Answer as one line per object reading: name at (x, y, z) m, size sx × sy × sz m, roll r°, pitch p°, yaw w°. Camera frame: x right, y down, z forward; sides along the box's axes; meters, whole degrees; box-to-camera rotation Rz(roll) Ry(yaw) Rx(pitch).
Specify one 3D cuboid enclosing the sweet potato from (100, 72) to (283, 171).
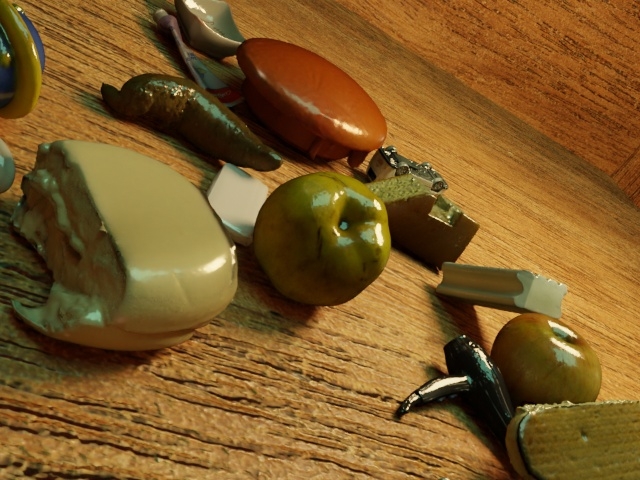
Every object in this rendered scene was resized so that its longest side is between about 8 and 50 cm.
sweet potato at (-0.205, -0.202, 1.144) m, size 0.310 × 0.098 × 0.124 m, roll 27°, pitch 27°, yaw -13°

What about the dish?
dish at (-0.258, -0.490, 1.566) m, size 0.151 × 0.077 × 0.212 m, roll 16°, pitch 33°, yaw -39°

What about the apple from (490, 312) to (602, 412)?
apple at (0.356, 0.213, 1.110) m, size 0.183 × 0.155 × 0.182 m, roll 18°, pitch 24°, yaw -8°

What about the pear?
pear at (0.000, 0.000, 0.978) m, size 0.200 × 0.200 × 0.200 m, roll 29°, pitch 27°, yaw -17°

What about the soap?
soap at (0.319, 0.088, 1.233) m, size 0.119 × 0.066 × 0.198 m, roll 17°, pitch -7°, yaw -33°

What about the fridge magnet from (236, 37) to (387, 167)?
fridge magnet at (-0.022, -0.300, 1.462) m, size 0.364 × 0.155 × 0.363 m, roll 28°, pitch 28°, yaw -16°

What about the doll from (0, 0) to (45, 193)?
doll at (-0.413, -0.197, 0.810) m, size 0.311 × 0.159 × 0.243 m, roll 47°, pitch 26°, yaw 11°

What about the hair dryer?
hair dryer at (0.191, 0.237, 0.987) m, size 0.219 × 0.075 × 0.195 m, roll -4°, pitch 56°, yaw -39°

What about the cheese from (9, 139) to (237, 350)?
cheese at (-0.220, 0.003, 0.765) m, size 0.233 × 0.127 × 0.266 m, roll 5°, pitch 38°, yaw -43°

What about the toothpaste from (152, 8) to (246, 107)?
toothpaste at (-0.261, -0.372, 1.411) m, size 0.301 × 0.048 × 0.075 m, roll 52°, pitch 25°, yaw 22°

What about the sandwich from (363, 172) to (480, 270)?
sandwich at (0.172, -0.055, 1.344) m, size 0.236 × 0.128 × 0.122 m, roll 28°, pitch 20°, yaw -20°

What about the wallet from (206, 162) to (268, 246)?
wallet at (-0.133, -0.060, 1.077) m, size 0.095 × 0.033 × 0.190 m, roll 31°, pitch 28°, yaw -15°

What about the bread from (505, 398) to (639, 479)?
bread at (0.378, 0.326, 0.971) m, size 0.287 × 0.056 × 0.207 m, roll 7°, pitch 71°, yaw -25°

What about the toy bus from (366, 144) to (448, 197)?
toy bus at (0.192, -0.138, 1.537) m, size 0.194 × 0.089 × 0.087 m, roll 17°, pitch 31°, yaw -35°

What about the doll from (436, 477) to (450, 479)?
doll at (0.173, 0.321, 0.797) m, size 0.195 × 0.070 × 0.095 m, roll 16°, pitch 50°, yaw -44°
